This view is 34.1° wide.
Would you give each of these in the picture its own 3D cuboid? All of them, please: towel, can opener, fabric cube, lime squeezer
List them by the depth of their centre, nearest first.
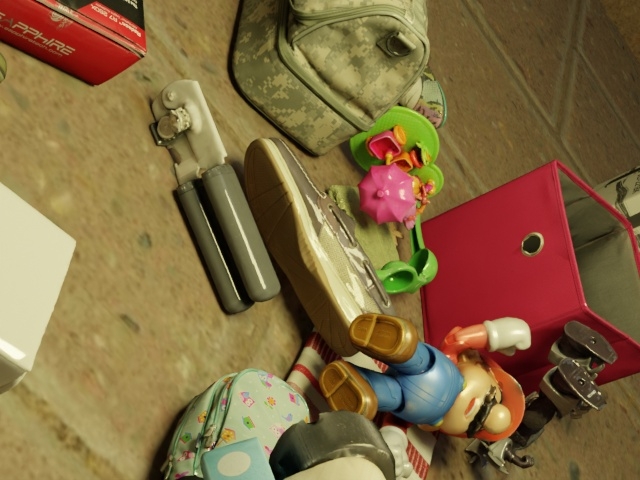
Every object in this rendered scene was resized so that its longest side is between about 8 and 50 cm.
[{"bbox_3d":[-0.116,-0.057,1.199,0.093,0.074,0.280,-7,74,-58],"label":"can opener"},{"bbox_3d":[0.058,0.203,1.304,0.237,0.037,0.329,52,32,-14],"label":"towel"},{"bbox_3d":[0.105,0.023,1.430,0.310,0.059,0.110,-30,94,-56],"label":"lime squeezer"},{"bbox_3d":[0.062,-0.010,1.470,0.110,0.027,0.148,-4,72,-56],"label":"towel"},{"bbox_3d":[0.321,0.077,1.565,0.259,0.258,0.254,31,45,-41],"label":"fabric cube"}]

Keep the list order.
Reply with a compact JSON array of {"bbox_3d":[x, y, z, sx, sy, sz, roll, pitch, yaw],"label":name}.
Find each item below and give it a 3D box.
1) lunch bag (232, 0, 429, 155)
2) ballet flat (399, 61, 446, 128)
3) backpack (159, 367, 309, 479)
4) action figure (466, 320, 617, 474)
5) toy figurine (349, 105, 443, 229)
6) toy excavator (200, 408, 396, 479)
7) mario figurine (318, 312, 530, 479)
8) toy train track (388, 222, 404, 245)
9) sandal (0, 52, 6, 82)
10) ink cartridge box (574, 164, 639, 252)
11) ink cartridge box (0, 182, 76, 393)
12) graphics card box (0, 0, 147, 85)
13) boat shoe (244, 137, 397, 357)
[{"bbox_3d":[0.040,-0.311,1.436,0.212,0.256,0.305,41,38,-32],"label":"lunch bag"},{"bbox_3d":[0.153,-0.277,1.764,0.079,0.077,0.221,15,49,-28],"label":"ballet flat"},{"bbox_3d":[-0.081,0.217,1.016,0.152,0.115,0.182,43,35,-26],"label":"backpack"},{"bbox_3d":[0.303,0.237,1.438,0.099,0.285,0.185,38,53,11],"label":"action figure"},{"bbox_3d":[0.107,-0.075,1.457,0.173,0.130,0.159,52,31,-30],"label":"toy figurine"},{"bbox_3d":[-0.123,0.284,0.787,0.222,0.445,0.432,-122,-162,-54],"label":"toy excavator"},{"bbox_3d":[0.154,0.183,1.238,0.320,0.198,0.170,22,46,-50],"label":"mario figurine"},{"bbox_3d":[0.100,-0.025,1.549,0.048,0.014,0.083,25,42,-36],"label":"toy train track"},{"bbox_3d":[-0.396,-0.142,0.845,0.303,0.120,0.086,-7,101,-55],"label":"sandal"},{"bbox_3d":[0.611,-0.055,2.065,0.114,0.273,0.197,58,32,-10],"label":"ink cartridge box"},{"bbox_3d":[-0.353,-0.005,0.674,0.306,0.226,0.131,42,39,-32],"label":"ink cartridge box"},{"bbox_3d":[-0.309,-0.373,1.130,0.233,0.094,0.370,22,51,-46],"label":"graphics card box"},{"bbox_3d":[0.000,0.000,1.265,0.092,0.103,0.285,-21,78,-32],"label":"boat shoe"}]
